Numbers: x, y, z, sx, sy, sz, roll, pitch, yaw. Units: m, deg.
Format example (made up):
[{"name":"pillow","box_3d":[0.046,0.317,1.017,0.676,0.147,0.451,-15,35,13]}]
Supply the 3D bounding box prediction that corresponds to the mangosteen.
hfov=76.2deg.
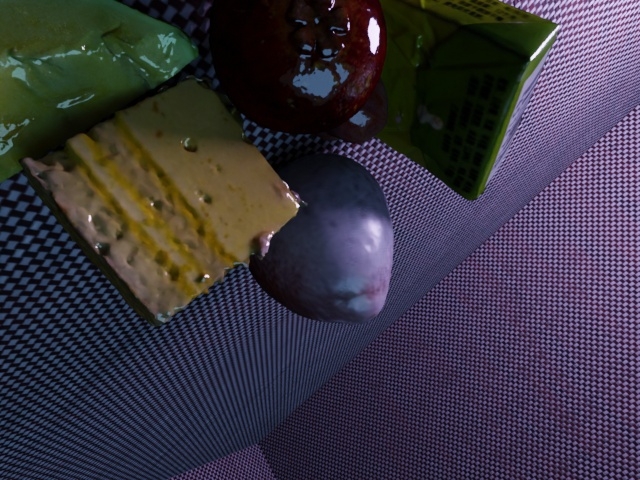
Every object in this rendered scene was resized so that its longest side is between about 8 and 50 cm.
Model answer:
[{"name":"mangosteen","box_3d":[-0.036,-0.245,0.527,0.215,0.257,0.215,-5,106,-17]}]

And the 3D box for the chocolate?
[{"name":"chocolate","box_3d":[0.212,-0.264,0.701,0.137,0.288,0.301,-40,153,-18]}]

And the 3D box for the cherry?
[{"name":"cherry","box_3d":[0.008,-0.011,0.825,0.291,0.335,0.326,26,91,-42]}]

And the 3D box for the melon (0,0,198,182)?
[{"name":"melon","box_3d":[-0.298,-0.163,0.437,0.323,0.124,0.196,-32,157,-16]}]

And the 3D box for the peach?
[{"name":"peach","box_3d":[0.030,-0.236,0.686,0.152,0.152,0.152,-27,151,-17]}]

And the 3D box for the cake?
[{"name":"cake","box_3d":[-0.174,-0.061,0.543,0.286,0.227,0.222,-40,-168,-26]}]
